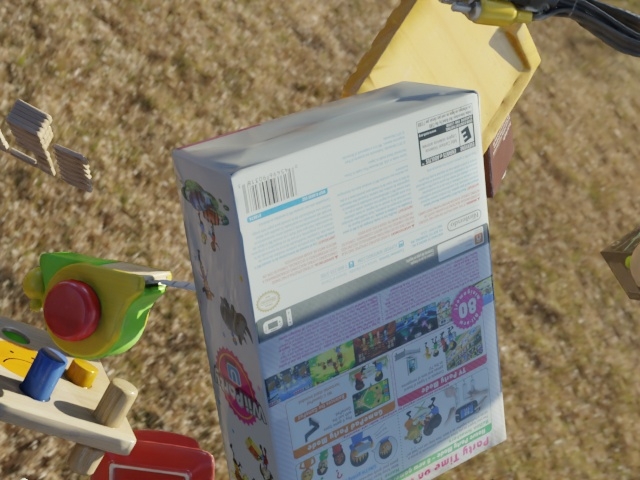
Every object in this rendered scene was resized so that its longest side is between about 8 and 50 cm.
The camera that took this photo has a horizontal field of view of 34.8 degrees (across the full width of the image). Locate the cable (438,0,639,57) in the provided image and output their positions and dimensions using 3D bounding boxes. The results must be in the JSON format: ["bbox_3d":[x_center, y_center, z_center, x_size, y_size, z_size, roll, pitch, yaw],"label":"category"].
[{"bbox_3d":[0.289,-0.295,1.298,0.287,0.072,0.139,16,40,-14],"label":"cable"}]

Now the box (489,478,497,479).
[{"bbox_3d":[0.318,0.461,1.846,0.083,0.067,0.018,-15,106,-48],"label":"box"}]

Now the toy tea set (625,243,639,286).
[{"bbox_3d":[0.605,0.056,1.405,0.124,0.336,0.200,-25,102,-61],"label":"toy tea set"}]

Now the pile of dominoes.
[{"bbox_3d":[-0.452,-0.158,1.657,0.196,0.251,0.040,27,77,-4],"label":"pile of dominoes"}]

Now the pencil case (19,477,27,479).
[{"bbox_3d":[-0.252,0.434,0.956,0.160,0.184,0.410,-17,82,-59],"label":"pencil case"}]

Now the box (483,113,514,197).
[{"bbox_3d":[0.253,-0.210,1.886,0.168,0.167,0.203,-58,145,-47],"label":"box"}]

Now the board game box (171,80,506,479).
[{"bbox_3d":[0.025,0.053,0.780,0.224,0.097,0.303,-20,114,-30],"label":"board game box"}]

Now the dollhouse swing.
[{"bbox_3d":[0.111,-0.231,1.546,0.305,0.315,0.346,38,80,-34],"label":"dollhouse swing"}]

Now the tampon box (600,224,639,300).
[{"bbox_3d":[0.555,0.029,1.665,0.120,0.161,0.101,-33,92,-2],"label":"tampon box"}]

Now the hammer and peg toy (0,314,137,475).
[{"bbox_3d":[-0.407,0.144,1.218,0.361,0.266,0.127,25,100,-33],"label":"hammer and peg toy"}]

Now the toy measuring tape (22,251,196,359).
[{"bbox_3d":[-0.200,0.088,1.136,0.330,0.121,0.121,10,50,25],"label":"toy measuring tape"}]

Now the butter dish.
[{"bbox_3d":[-0.218,0.308,1.362,0.160,0.159,0.118,7,26,-1],"label":"butter dish"}]
